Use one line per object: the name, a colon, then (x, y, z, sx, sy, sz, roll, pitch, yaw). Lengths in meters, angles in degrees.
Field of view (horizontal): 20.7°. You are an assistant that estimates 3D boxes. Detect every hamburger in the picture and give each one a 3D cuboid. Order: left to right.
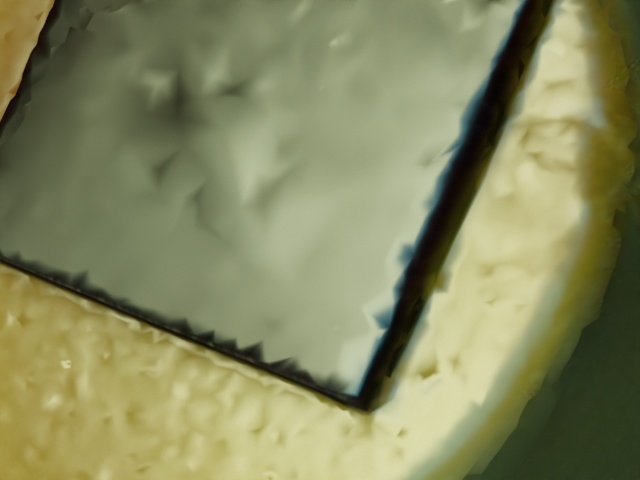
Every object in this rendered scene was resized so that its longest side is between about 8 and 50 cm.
hamburger: (0.000, 0.000, 0.561, 0.300, 0.176, 0.300, -10, 69, 29)
